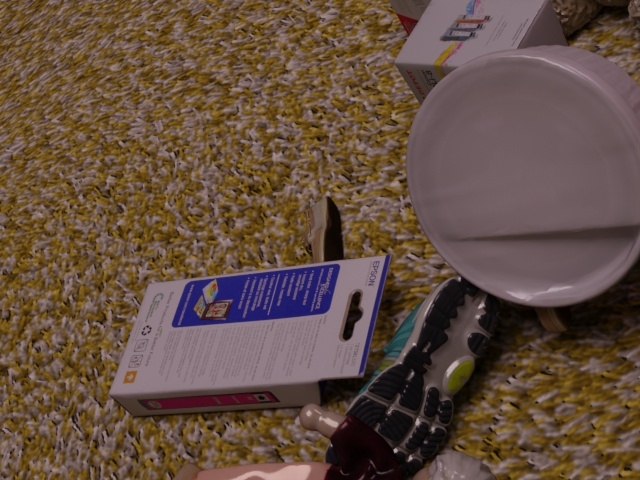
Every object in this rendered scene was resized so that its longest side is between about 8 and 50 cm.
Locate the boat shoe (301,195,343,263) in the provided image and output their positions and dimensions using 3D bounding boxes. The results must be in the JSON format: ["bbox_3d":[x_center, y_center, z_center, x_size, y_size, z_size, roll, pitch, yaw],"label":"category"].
[{"bbox_3d":[0.000,0.000,1.583,0.045,0.050,0.135,-23,34,20],"label":"boat shoe"}]

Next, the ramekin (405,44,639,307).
[{"bbox_3d":[0.233,-0.077,1.271,0.272,0.273,0.127,-1,22,34],"label":"ramekin"}]

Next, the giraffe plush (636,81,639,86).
[{"bbox_3d":[0.373,-0.101,1.359,0.210,0.181,0.170,-22,43,-36],"label":"giraffe plush"}]

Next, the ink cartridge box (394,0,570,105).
[{"bbox_3d":[0.213,-0.228,1.575,0.176,0.128,0.127,12,62,41],"label":"ink cartridge box"}]

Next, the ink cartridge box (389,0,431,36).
[{"bbox_3d":[0.178,-0.345,1.716,0.150,0.109,0.063,0,52,35],"label":"ink cartridge box"}]

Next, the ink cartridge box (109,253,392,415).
[{"bbox_3d":[-0.081,0.120,1.518,0.370,0.069,0.176,-9,49,31],"label":"ink cartridge box"}]

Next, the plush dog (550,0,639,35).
[{"bbox_3d":[0.361,-0.394,1.547,0.262,0.225,0.211,12,61,40],"label":"plush dog"}]

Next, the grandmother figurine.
[{"bbox_3d":[0.018,0.270,1.270,0.342,0.208,0.104,-6,12,17],"label":"grandmother figurine"}]

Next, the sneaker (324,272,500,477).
[{"bbox_3d":[0.103,0.155,1.356,0.275,0.107,0.110,-53,10,-8],"label":"sneaker"}]

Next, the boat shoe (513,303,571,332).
[{"bbox_3d":[0.232,0.049,1.375,0.059,0.063,0.170,-32,36,15],"label":"boat shoe"}]
